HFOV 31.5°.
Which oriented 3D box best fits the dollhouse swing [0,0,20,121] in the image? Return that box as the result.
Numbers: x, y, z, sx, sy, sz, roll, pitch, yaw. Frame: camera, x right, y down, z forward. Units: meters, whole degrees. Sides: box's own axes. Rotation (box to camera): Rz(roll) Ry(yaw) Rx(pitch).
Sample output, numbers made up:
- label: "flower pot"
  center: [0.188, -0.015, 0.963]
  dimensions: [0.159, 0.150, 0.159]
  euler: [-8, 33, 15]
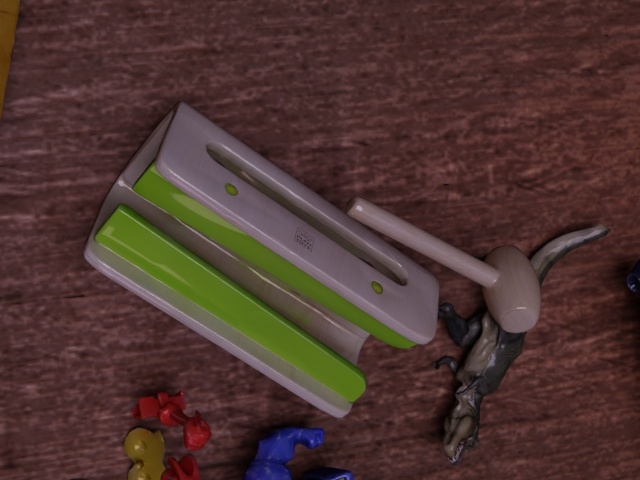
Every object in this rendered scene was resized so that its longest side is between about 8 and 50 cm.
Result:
- label: "dollhouse swing"
  center: [-0.445, -0.227, 0.850]
  dimensions: [0.315, 0.305, 0.346]
  euler: [3, 98, -58]

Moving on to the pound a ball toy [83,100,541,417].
- label: "pound a ball toy"
  center: [0.000, 0.000, 0.944]
  dimensions: [0.319, 0.135, 0.208]
  euler: [33, 123, -17]

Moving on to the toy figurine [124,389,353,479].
- label: "toy figurine"
  center: [-0.012, 0.289, 0.966]
  dimensions: [0.217, 0.191, 0.362]
  euler: [-9, 83, -29]

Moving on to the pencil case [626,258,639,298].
- label: "pencil case"
  center: [0.416, 0.203, 1.088]
  dimensions: [0.184, 0.160, 0.410]
  euler: [-22, 103, -29]

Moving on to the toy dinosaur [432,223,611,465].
- label: "toy dinosaur"
  center: [0.158, 0.071, 1.055]
  dimensions: [0.118, 0.064, 0.268]
  euler: [34, 86, -31]
